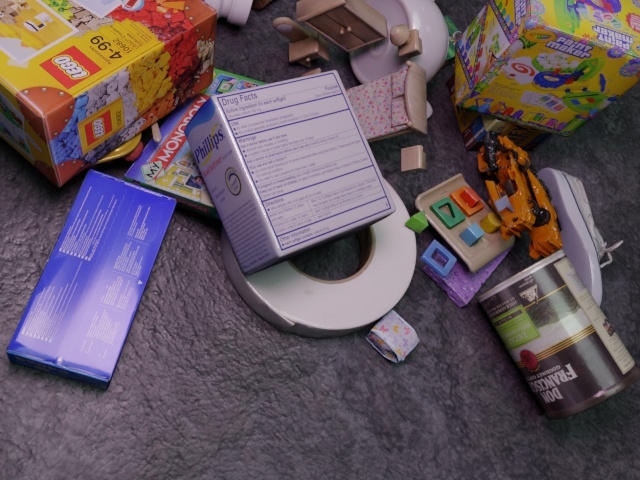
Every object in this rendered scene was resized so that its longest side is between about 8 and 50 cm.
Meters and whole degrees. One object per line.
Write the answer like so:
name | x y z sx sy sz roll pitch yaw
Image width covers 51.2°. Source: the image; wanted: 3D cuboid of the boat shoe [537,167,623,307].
boat shoe | 0.591 0.006 1.505 0.157 0.135 0.366 7 55 -20

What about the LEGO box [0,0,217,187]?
LEGO box | -0.493 -0.392 1.188 0.500 0.193 0.372 39 59 12

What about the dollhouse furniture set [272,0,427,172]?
dollhouse furniture set | 0.037 -0.299 1.340 0.174 0.303 0.355 16 70 -51

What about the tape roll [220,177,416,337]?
tape roll | 0.000 0.000 1.314 0.393 0.072 0.391 8 66 -17

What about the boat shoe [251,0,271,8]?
boat shoe | -0.203 -0.663 1.517 0.302 0.109 0.098 46 55 -3

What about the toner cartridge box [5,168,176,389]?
toner cartridge box | -0.381 0.061 1.145 0.165 0.075 0.347 20 62 -10

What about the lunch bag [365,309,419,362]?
lunch bag | 0.141 0.189 1.293 0.083 0.053 0.071 41 57 12

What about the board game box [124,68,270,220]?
board game box | -0.202 -0.196 1.299 0.214 0.046 0.317 19 60 13

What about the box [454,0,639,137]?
box | 0.472 -0.385 1.380 0.290 0.279 0.176 13 64 -16

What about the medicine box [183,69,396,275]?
medicine box | -0.053 -0.124 1.181 0.264 0.149 0.289 -21 86 -34

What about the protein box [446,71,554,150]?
protein box | 0.439 -0.329 1.583 0.201 0.136 0.199 -3 69 -21

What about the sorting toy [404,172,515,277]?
sorting toy | 0.316 -0.048 1.411 0.348 0.047 0.196 -28 76 -41

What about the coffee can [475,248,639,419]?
coffee can | 0.467 0.184 1.329 0.202 0.201 0.275 -23 76 -27

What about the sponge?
sponge | 0.321 0.033 1.440 0.117 0.031 0.210 45 59 2

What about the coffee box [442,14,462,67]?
coffee box | 0.275 -0.476 1.642 0.184 0.040 0.113 -29 80 -28

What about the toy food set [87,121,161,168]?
toy food set | -0.401 -0.174 1.240 0.218 0.071 0.128 -19 58 -20

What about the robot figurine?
robot figurine | 0.423 -0.110 1.451 0.211 0.085 0.290 28 39 -32

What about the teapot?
teapot | 0.197 -0.446 1.498 0.187 0.256 0.252 -7 56 -36

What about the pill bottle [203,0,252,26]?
pill bottle | -0.279 -0.545 1.406 0.272 0.152 0.152 12 64 -15
